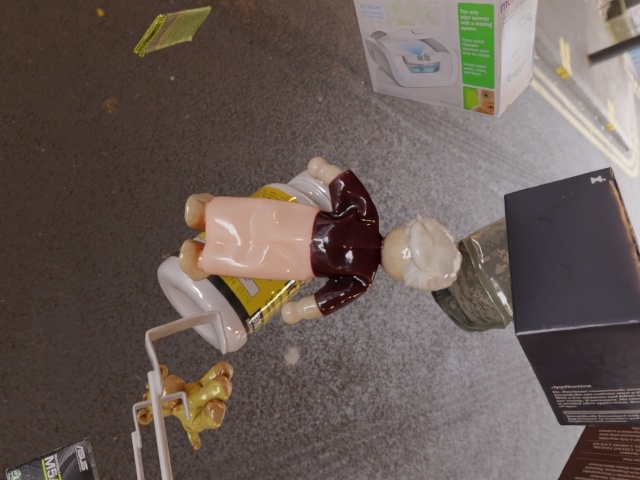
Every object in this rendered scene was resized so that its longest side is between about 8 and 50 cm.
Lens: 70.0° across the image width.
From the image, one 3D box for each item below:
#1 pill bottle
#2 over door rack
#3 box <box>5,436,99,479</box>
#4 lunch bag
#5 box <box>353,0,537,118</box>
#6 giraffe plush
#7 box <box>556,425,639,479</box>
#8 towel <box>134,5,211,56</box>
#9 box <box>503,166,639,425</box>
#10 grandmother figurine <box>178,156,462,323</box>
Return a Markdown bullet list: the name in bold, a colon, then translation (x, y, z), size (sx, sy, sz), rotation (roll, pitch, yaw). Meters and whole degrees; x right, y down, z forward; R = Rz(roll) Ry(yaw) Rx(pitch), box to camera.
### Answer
- **pill bottle**: translation (-0.097, 0.019, 0.808), size (0.334, 0.188, 0.187), rotation (-43, 113, -29)
- **over door rack**: translation (-0.137, 0.247, 0.331), size (0.108, 0.239, 0.324), rotation (6, 57, -22)
- **box**: translation (-0.638, 0.608, 1.108), size (0.184, 0.045, 0.190), rotation (-18, 74, -12)
- **lunch bag**: translation (0.337, 0.050, 0.807), size (0.235, 0.287, 0.168), rotation (-23, 79, -5)
- **box**: translation (0.202, -0.354, 0.750), size (0.127, 0.262, 0.231), rotation (-47, 141, -20)
- **giraffe plush**: translation (-0.329, 0.373, 1.090), size (0.171, 0.210, 0.181), rotation (28, 22, -19)
- **box**: translation (0.385, 0.410, 0.566), size (0.381, 0.143, 0.191), rotation (-35, 90, -34)
- **towel**: translation (-0.308, -0.454, 0.985), size (0.021, 0.102, 0.237), rotation (46, 30, -15)
- **box**: translation (0.229, 0.052, 0.395), size (0.158, 0.093, 0.155), rotation (53, 37, -34)
- **grandmother figurine**: translation (0.000, 0.000, 0.573), size (0.104, 0.343, 0.207), rotation (-21, 117, -74)
